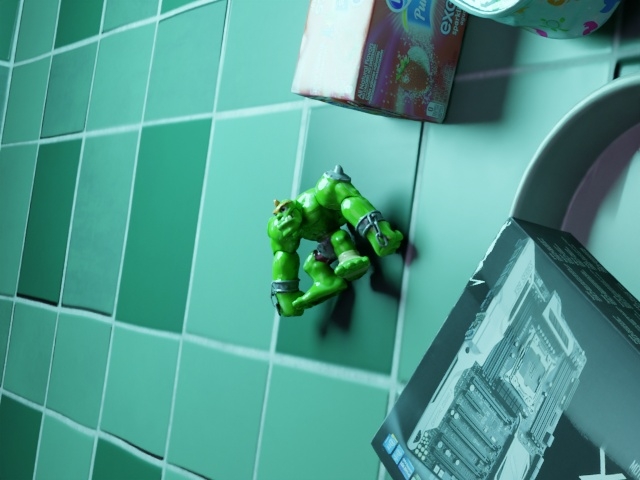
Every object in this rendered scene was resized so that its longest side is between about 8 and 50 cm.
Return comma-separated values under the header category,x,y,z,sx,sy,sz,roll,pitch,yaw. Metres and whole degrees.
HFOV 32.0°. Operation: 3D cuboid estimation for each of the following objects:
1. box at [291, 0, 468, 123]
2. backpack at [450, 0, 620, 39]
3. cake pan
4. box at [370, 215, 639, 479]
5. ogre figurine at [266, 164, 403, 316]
category,x,y,z,sx,sy,sz,roll,pitch,yaw
box,0.074,-0.261,1.169,0.128,0.123,0.256,19,97,56
backpack,0.190,-0.309,0.963,0.225,0.191,0.253,49,127,49
cake pan,0.259,0.013,0.879,0.293,0.054,0.293,-20,65,53
box,0.180,0.165,0.827,0.242,0.077,0.307,-62,36,22
ogre figurine,0.000,0.000,1.249,0.118,0.097,0.197,67,153,15
